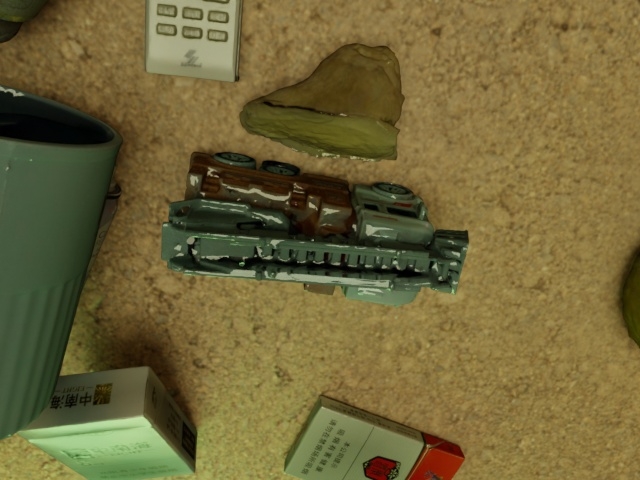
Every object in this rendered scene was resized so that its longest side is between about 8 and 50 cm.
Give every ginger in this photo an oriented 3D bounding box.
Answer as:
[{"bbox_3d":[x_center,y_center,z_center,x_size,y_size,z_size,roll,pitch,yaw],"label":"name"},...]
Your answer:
[{"bbox_3d":[0.002,-0.168,0.643,0.193,0.115,0.122,6,88,3],"label":"ginger"}]

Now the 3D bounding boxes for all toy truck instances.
[{"bbox_3d":[0.000,0.000,0.645,0.339,0.184,0.132,10,110,-6],"label":"toy truck"}]

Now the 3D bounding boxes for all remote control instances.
[{"bbox_3d":[-0.131,-0.318,0.594,0.103,0.055,0.276,5,109,-5],"label":"remote control"}]

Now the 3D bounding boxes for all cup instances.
[{"bbox_3d":[-0.391,0.001,0.542,0.332,0.257,0.310,22,105,13],"label":"cup"}]

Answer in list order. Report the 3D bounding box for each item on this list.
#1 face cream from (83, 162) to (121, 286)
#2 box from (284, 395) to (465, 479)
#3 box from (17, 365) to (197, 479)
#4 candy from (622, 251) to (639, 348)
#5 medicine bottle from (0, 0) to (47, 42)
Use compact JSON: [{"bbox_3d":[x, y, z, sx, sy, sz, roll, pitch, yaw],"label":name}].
[{"bbox_3d":[-0.312,-0.001,0.689,0.075,0.075,0.229,26,107,-11],"label":"face cream"},{"bbox_3d":[0.082,0.336,0.847,0.246,0.035,0.138,25,106,-10],"label":"box"},{"bbox_3d":[-0.264,0.249,0.723,0.156,0.067,0.242,-7,143,-2],"label":"box"},{"bbox_3d":[0.543,0.078,0.739,0.260,0.118,0.259,1,111,3],"label":"candy"},{"bbox_3d":[-0.269,-0.345,0.504,0.322,0.151,0.151,-39,107,22],"label":"medicine bottle"}]
